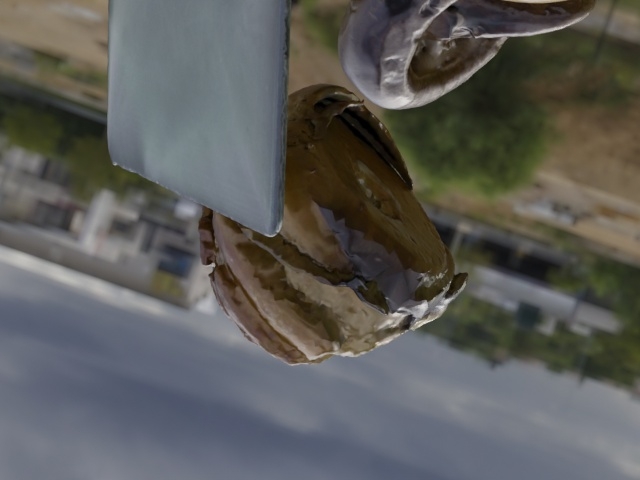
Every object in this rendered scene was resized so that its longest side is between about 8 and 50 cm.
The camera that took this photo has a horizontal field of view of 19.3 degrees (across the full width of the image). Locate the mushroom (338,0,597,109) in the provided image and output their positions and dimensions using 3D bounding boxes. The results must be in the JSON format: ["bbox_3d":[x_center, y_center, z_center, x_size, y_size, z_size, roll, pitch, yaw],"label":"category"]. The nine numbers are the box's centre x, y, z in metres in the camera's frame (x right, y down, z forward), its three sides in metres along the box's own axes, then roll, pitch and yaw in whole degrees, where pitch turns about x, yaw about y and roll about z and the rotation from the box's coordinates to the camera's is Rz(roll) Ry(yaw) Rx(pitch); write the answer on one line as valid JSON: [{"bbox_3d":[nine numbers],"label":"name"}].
[{"bbox_3d":[0.085,-0.141,1.073,0.170,0.080,0.135,-15,153,-22],"label":"mushroom"}]

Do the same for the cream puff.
[{"bbox_3d":[0.000,0.000,0.844,0.133,0.104,0.119,31,-150,-57],"label":"cream puff"}]

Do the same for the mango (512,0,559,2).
[{"bbox_3d":[0.066,-0.169,0.900,0.190,0.098,0.075,23,-145,-17],"label":"mango"}]

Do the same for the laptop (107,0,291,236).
[{"bbox_3d":[-0.046,-0.148,0.700,0.015,0.269,0.187,-3,-168,-23],"label":"laptop"}]
